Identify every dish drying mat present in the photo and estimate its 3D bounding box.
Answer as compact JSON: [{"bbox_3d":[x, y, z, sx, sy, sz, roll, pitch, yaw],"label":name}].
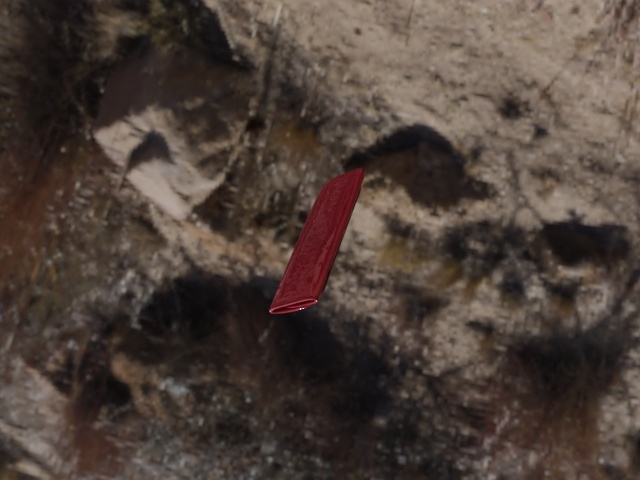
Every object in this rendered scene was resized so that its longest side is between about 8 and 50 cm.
[{"bbox_3d":[0.000,0.000,0.538,0.032,0.083,0.008,-16,131,41],"label":"dish drying mat"}]
